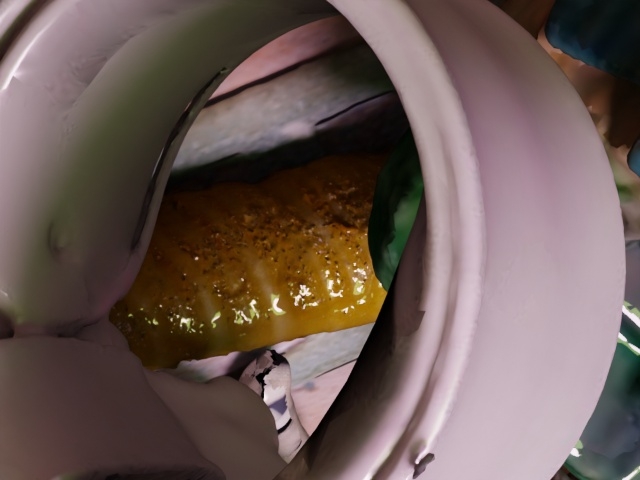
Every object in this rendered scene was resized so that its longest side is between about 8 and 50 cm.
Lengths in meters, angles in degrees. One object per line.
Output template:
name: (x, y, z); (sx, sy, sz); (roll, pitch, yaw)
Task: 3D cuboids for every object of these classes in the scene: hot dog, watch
hot dog: (0.000, 0.001, 0.649); (0.289, 0.083, 0.068); (-12, 123, -21)
watch: (-0.005, 0.032, 0.478); (0.231, 0.244, 0.196); (-53, 155, 15)

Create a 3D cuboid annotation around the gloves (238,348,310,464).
gloves: (-0.051, 0.138, 0.762); (0.128, 0.111, 0.212); (-22, 152, 1)

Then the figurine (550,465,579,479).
figurine: (0.141, 0.076, 0.729); (0.116, 0.240, 0.175); (37, 136, -20)

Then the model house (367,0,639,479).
model house: (0.215, 0.007, 0.502); (0.312, 0.280, 0.245); (42, 80, -18)
